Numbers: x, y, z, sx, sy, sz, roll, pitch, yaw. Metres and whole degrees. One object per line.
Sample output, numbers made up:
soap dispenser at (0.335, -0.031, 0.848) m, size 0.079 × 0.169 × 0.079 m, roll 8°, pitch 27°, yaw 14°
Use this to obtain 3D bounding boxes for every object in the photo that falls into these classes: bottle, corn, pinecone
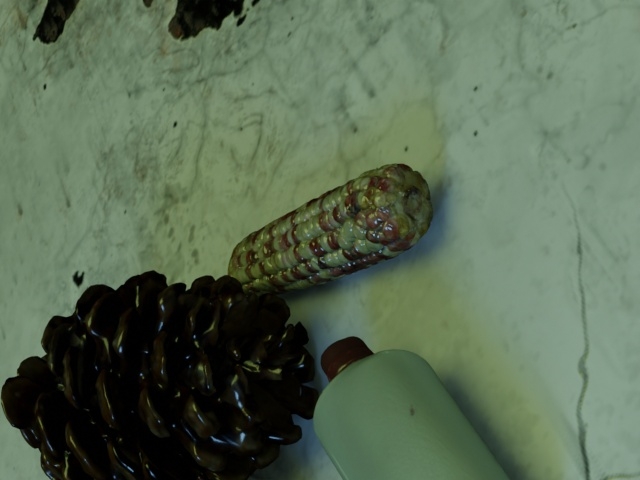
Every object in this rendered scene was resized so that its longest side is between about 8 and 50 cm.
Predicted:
bottle at (0.066, 0.159, 1.150) m, size 0.104 × 0.104 × 0.245 m, roll -54°, pitch 41°, yaw 19°
corn at (0.000, 0.000, 1.319) m, size 0.237 × 0.079 × 0.080 m, roll -23°, pitch 57°, yaw 44°
pinecone at (-0.135, 0.129, 1.313) m, size 0.272 × 0.224 × 0.224 m, roll -28°, pitch 54°, yaw 37°
